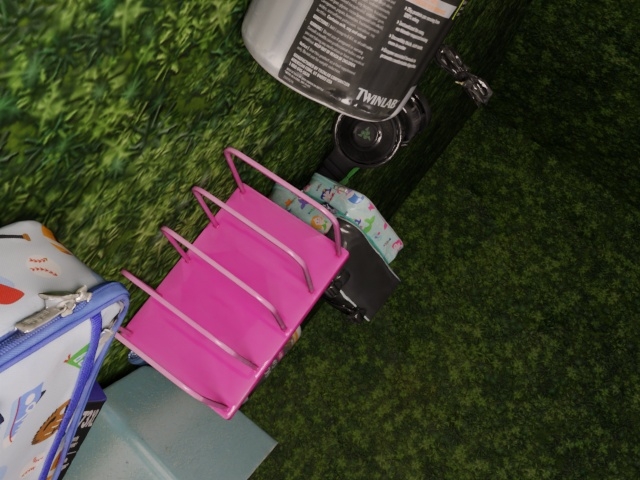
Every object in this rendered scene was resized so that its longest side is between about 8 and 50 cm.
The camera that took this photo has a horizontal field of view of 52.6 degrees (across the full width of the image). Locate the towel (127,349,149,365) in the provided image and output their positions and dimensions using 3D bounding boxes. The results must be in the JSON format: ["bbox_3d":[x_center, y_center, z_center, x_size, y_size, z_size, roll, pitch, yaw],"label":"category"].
[{"bbox_3d":[-0.281,0.183,1.092,0.067,0.029,0.119,-52,170,-7],"label":"towel"}]

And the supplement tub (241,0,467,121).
[{"bbox_3d":[0.068,-0.292,0.620,0.316,0.193,0.193,-58,169,27],"label":"supplement tub"}]

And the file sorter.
[{"bbox_3d":[-0.129,0.054,0.867,0.290,0.202,0.182,-53,165,-13],"label":"file sorter"}]

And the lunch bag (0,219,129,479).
[{"bbox_3d":[-0.248,0.135,0.429,0.303,0.115,0.243,-59,171,28],"label":"lunch bag"}]

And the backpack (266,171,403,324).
[{"bbox_3d":[0.000,0.000,1.115,0.191,0.253,0.225,-57,136,-13],"label":"backpack"}]

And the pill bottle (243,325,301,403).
[{"bbox_3d":[-0.182,0.249,1.385,0.278,0.162,0.162,-49,169,-25],"label":"pill bottle"}]

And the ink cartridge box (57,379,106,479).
[{"bbox_3d":[-0.354,0.264,0.756,0.176,0.069,0.371,78,36,-77],"label":"ink cartridge box"}]

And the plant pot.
[{"bbox_3d":[-0.269,0.346,1.013,0.248,0.252,0.247,-47,172,20],"label":"plant pot"}]

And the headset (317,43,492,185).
[{"bbox_3d":[0.143,-0.212,1.252,0.243,0.185,0.394,-44,177,-46],"label":"headset"}]
